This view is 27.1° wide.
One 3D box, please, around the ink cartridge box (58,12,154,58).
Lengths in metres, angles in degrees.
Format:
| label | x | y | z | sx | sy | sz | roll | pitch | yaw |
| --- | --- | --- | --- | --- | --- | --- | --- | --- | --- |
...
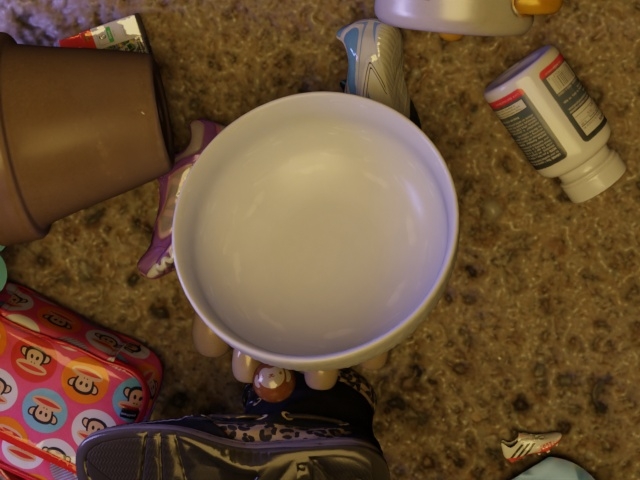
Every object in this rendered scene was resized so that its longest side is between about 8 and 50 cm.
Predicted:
| label | x | y | z | sx | sy | sz | roll | pitch | yaw |
| --- | --- | --- | --- | --- | --- | --- | --- | --- | --- |
| ink cartridge box | -0.279 | -0.245 | 1.713 | 0.115 | 0.029 | 0.063 | -17 | 103 | 9 |

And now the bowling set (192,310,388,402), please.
| label | x | y | z | sx | sy | sz | roll | pitch | yaw |
| --- | --- | --- | --- | --- | --- | --- | --- | --- | --- |
| bowling set | -0.032 | 0.106 | 1.693 | 0.287 | 0.200 | 0.154 | 3 | 105 | -3 |

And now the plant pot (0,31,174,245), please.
| label | x | y | z | sx | sy | sz | roll | pitch | yaw |
| --- | --- | --- | --- | --- | --- | --- | --- | --- | --- |
| plant pot | -0.305 | -0.139 | 1.637 | 0.229 | 0.263 | 0.263 | -10 | 104 | 0 |

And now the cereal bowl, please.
| label | x | y | z | sx | sy | sz | roll | pitch | yaw |
| --- | --- | --- | --- | --- | --- | --- | --- | --- | --- |
| cereal bowl | 0.000 | 0.000 | 1.596 | 0.339 | 0.141 | 0.339 | -2 | 71 | 7 |

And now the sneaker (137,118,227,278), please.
| label | x | y | z | sx | sy | sz | roll | pitch | yaw |
| --- | --- | --- | --- | --- | --- | --- | --- | --- | --- |
| sneaker | -0.177 | -0.061 | 1.726 | 0.104 | 0.095 | 0.236 | 34 | 100 | 3 |

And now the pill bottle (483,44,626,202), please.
| label | x | y | z | sx | sy | sz | roll | pitch | yaw |
| --- | --- | --- | --- | --- | --- | --- | --- | --- | --- |
| pill bottle | 0.294 | -0.140 | 1.645 | 0.108 | 0.108 | 0.180 | -34 | 99 | 13 |

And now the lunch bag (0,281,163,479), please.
| label | x | y | z | sx | sy | sz | roll | pitch | yaw |
| --- | --- | --- | --- | --- | --- | --- | --- | --- | --- |
| lunch bag | -0.382 | 0.220 | 1.806 | 0.293 | 0.120 | 0.258 | 24 | 109 | 1 |

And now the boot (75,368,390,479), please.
| label | x | y | z | sx | sy | sz | roll | pitch | yaw |
| --- | --- | --- | --- | --- | --- | --- | --- | --- | --- |
| boot | -0.097 | 0.250 | 1.693 | 0.377 | 0.284 | 0.138 | -2 | 105 | 5 |

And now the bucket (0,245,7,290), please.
| label | x | y | z | sx | sy | sz | roll | pitch | yaw |
| --- | --- | --- | --- | --- | --- | --- | --- | --- | --- |
| bucket | -0.555 | 0.023 | 1.678 | 0.281 | 0.183 | 0.281 | -4 | 81 | 26 |

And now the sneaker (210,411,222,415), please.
| label | x | y | z | sx | sy | sz | roll | pitch | yaw |
| --- | --- | --- | --- | --- | --- | --- | --- | --- | --- |
| sneaker | -0.185 | 0.320 | 1.831 | 0.185 | 0.069 | 0.084 | -38 | 93 | 14 |

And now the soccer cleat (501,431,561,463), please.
| label | x | y | z | sx | sy | sz | roll | pitch | yaw |
| --- | --- | --- | --- | --- | --- | --- | --- | --- | --- |
| soccer cleat | 0.284 | 0.272 | 1.795 | 0.083 | 0.029 | 0.035 | -23 | 106 | 15 |

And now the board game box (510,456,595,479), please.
| label | x | y | z | sx | sy | sz | roll | pitch | yaw |
| --- | --- | --- | --- | --- | --- | --- | --- | --- | --- |
| board game box | 0.305 | 0.371 | 1.818 | 0.168 | 0.033 | 0.133 | -34 | 94 | 8 |

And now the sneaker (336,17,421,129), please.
| label | x | y | z | sx | sy | sz | roll | pitch | yaw |
| --- | --- | --- | --- | --- | --- | --- | --- | --- | --- |
| sneaker | 0.072 | -0.165 | 1.683 | 0.086 | 0.085 | 0.237 | 7 | 115 | 37 |

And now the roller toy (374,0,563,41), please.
| label | x | y | z | sx | sy | sz | roll | pitch | yaw |
| --- | --- | --- | --- | --- | --- | --- | --- | --- | --- |
| roller toy | 0.164 | -0.309 | 1.571 | 0.209 | 0.191 | 0.146 | 0 | 104 | -19 |
